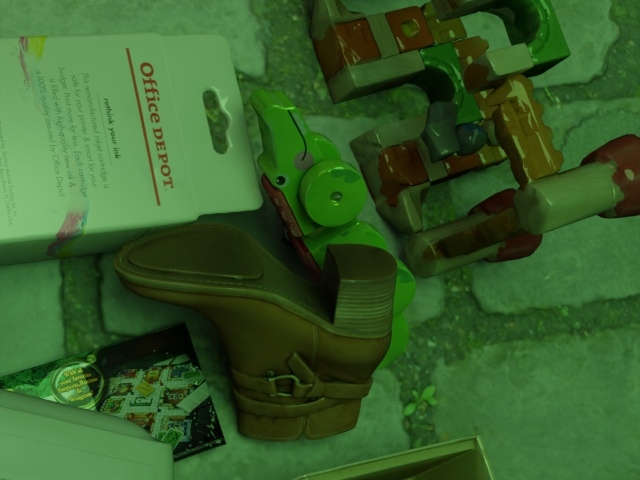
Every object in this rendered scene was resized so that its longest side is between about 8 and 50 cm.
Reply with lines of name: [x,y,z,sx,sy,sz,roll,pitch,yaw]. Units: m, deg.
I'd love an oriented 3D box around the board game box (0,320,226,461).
board game box: [-0.231,0.178,1.167,0.259,0.030,0.136,-15,84,-29]

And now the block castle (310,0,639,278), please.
block castle: [0.178,-0.202,1.326,0.213,0.303,0.453,-18,84,-30]

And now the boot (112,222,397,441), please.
boot: [-0.070,0.099,1.194,0.283,0.220,0.109,1,36,-15]

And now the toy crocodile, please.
toy crocodile: [0.009,-0.009,1.238,0.105,0.115,0.340,-31,124,-3]

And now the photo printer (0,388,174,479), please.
photo printer: [-0.282,0.261,1.041,0.307,0.107,0.256,18,81,-28]

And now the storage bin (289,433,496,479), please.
storage bin: [0.073,0.351,1.163,0.260,0.123,0.262,-3,68,-40]

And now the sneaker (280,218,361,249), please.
sneaker: [0.000,0.000,1.332,0.098,0.038,0.069,12,72,-14]

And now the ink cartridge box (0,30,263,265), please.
ink cartridge box: [-0.253,-0.091,1.184,0.353,0.119,0.207,-7,79,-28]
